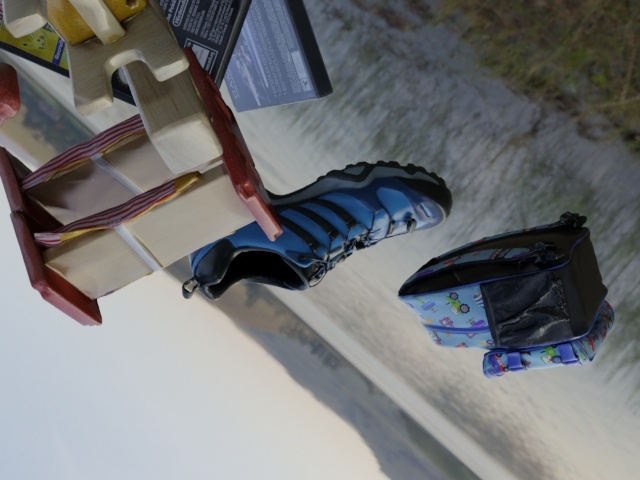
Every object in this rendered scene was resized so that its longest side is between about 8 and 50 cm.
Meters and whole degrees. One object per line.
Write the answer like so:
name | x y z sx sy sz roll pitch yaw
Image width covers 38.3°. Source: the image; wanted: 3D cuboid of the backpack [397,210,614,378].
backpack | 0.168 0.056 0.860 0.158 0.173 0.116 -31 -75 -62

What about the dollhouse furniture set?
dollhouse furniture set | -0.181 -0.092 0.691 0.374 0.201 0.152 62 -177 -63

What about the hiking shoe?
hiking shoe | 0.000 0.000 1.016 0.113 0.304 0.132 84 178 -56

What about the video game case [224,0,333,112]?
video game case | -0.081 -0.258 1.123 0.274 0.026 0.196 10 122 66

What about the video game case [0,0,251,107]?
video game case | -0.183 -0.278 0.894 0.248 0.274 0.035 23 -160 0
